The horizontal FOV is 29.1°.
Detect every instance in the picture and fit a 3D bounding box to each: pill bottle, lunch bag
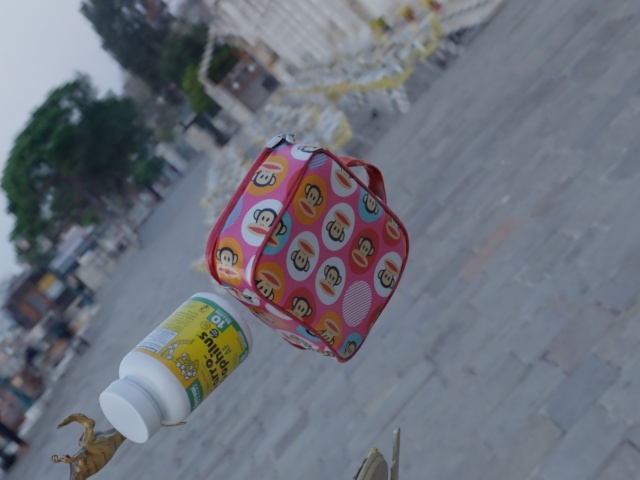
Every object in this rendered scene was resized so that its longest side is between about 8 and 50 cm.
[{"bbox_3d":[-0.197,0.173,1.670,0.208,0.117,0.117,-43,3,-36],"label":"pill bottle"},{"bbox_3d":[0.000,0.000,1.655,0.120,0.293,0.258,17,71,40],"label":"lunch bag"}]

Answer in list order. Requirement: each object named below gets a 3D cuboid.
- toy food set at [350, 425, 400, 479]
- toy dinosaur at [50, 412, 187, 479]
[{"bbox_3d":[0.048,0.323,1.535,0.192,0.038,0.132,-50,-32,-52],"label":"toy food set"},{"bbox_3d":[-0.299,0.276,1.675,0.211,0.112,0.064,-40,-3,-37],"label":"toy dinosaur"}]
